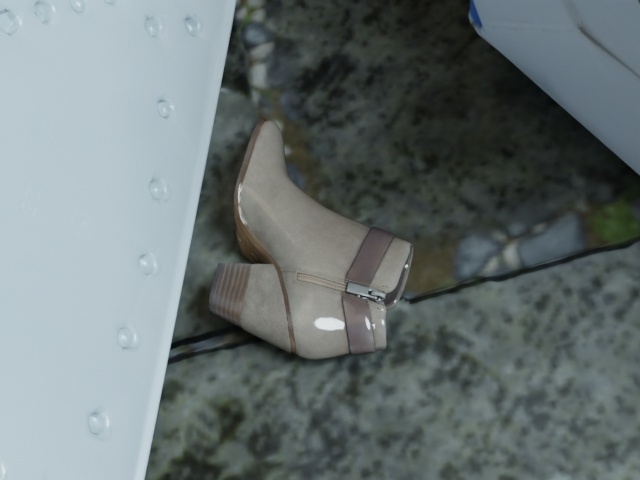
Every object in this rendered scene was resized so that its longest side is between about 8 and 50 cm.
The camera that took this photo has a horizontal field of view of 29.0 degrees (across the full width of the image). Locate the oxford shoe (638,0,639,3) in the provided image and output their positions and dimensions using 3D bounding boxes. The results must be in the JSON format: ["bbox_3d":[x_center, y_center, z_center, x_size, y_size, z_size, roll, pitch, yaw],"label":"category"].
[{"bbox_3d":[0.189,-0.216,0.421,0.146,0.140,0.397,14,67,47],"label":"oxford shoe"}]

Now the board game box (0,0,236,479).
[{"bbox_3d":[-0.199,-0.058,0.465,0.050,0.390,0.390,-11,58,35],"label":"board game box"}]

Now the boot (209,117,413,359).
[{"bbox_3d":[0.000,0.000,0.577,0.086,0.042,0.119,8,66,9],"label":"boot"}]

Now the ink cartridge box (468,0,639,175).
[{"bbox_3d":[0.291,-0.166,0.518,0.395,0.151,0.270,-38,67,-14],"label":"ink cartridge box"}]
